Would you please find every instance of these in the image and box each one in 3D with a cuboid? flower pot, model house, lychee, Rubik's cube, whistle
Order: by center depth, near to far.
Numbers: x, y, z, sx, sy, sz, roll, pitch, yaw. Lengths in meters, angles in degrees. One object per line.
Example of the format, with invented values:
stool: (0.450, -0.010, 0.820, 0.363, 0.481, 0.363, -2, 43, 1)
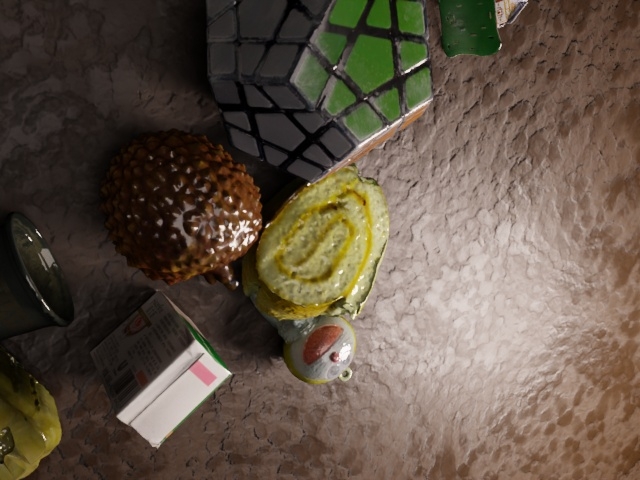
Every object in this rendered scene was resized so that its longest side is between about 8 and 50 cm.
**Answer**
flower pot: (-0.389, 0.054, 0.937, 0.107, 0.157, 0.157, -24, 115, -4)
Rubik's cube: (-0.001, -0.235, 0.971, 0.319, 0.319, 0.264, 3, 130, -27)
lychee: (-0.175, -0.032, 0.989, 0.200, 0.200, 0.238, -33, 104, -14)
model house: (0.245, -0.374, 1.155, 0.088, 0.117, 0.167, -31, 116, -34)
whistle: (-0.025, 0.136, 1.160, 0.123, 0.123, 0.223, -43, 104, -10)

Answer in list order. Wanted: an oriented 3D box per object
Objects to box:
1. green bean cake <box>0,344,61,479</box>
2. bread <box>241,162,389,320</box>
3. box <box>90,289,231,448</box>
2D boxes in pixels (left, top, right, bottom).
green bean cake: (-0.478, 0.239, 0.951, 0.233, 0.124, 0.236, -42, 119, -10)
bread: (0.000, 0.000, 1.102, 0.186, 0.124, 0.257, 36, 70, -15)
box: (-0.219, 0.164, 1.015, 0.135, 0.199, 0.081, -43, 121, -7)
